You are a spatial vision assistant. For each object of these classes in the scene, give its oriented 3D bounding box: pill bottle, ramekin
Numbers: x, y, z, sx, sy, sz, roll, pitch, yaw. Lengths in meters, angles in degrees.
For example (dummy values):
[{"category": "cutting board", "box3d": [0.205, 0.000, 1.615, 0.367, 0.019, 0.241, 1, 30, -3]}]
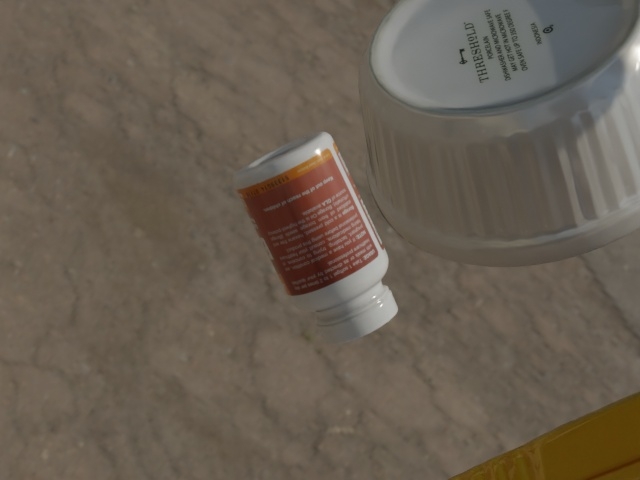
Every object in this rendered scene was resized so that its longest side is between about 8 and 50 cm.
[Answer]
[{"category": "pill bottle", "box3d": [0.000, 0.000, 1.438, 0.216, 0.121, 0.121, 65, 23, -10]}, {"category": "ramekin", "box3d": [0.154, -0.116, 1.006, 0.273, 0.272, 0.127, -110, 179, -50]}]

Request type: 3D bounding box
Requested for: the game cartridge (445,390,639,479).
[{"category": "game cartridge", "box3d": [0.236, 0.131, 0.623, 0.285, 0.323, 0.053, 44, 24, -46]}]
